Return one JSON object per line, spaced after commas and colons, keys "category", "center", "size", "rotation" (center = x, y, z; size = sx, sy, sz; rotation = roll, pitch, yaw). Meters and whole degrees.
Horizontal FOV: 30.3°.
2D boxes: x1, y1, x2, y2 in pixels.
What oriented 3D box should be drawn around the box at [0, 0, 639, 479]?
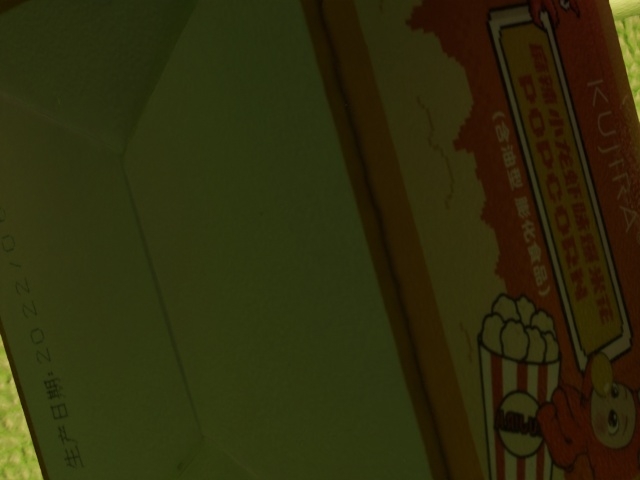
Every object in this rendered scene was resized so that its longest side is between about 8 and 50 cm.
{"category": "box", "center": [0.000, 0.000, 0.548], "size": [0.259, 0.283, 0.214], "rotation": [-11, -173, 42]}
